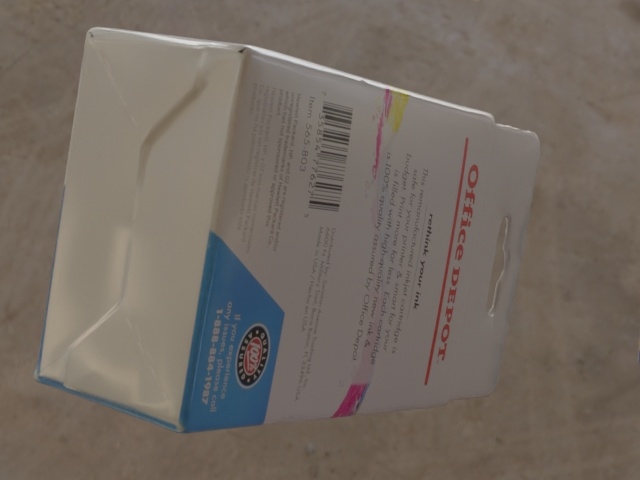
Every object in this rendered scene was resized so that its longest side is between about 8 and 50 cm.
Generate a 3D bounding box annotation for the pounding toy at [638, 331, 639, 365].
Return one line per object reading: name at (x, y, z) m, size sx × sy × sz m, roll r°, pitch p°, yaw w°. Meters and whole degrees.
pounding toy at (0.205, 0.054, 0.671) m, size 0.100 × 0.130 × 0.141 m, roll -5°, pitch 34°, yaw 0°

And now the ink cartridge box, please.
ink cartridge box at (0.000, 0.000, 0.427) m, size 0.062 × 0.104 × 0.181 m, roll 12°, pitch 3°, yaw 35°
